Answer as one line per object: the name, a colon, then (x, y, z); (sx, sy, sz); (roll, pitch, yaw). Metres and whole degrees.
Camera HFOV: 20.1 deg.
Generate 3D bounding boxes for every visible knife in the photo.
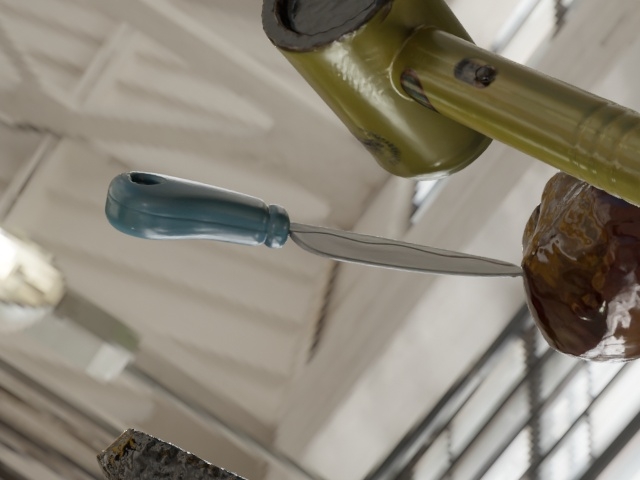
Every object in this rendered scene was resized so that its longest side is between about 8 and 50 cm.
knife: (0.000, 0.000, 1.019); (0.244, 0.032, 0.058); (12, -167, -5)

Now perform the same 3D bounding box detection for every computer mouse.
computer mouse: (-0.101, 0.271, 1.800); (0.295, 0.087, 0.168); (16, 166, 36)

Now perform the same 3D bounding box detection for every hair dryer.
hair dryer: (0.091, -0.068, 0.935); (0.279, 0.090, 0.135); (31, 167, 49)

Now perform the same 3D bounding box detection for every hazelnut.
hazelnut: (0.253, 0.016, 1.486); (0.178, 0.204, 0.178); (5, -116, -11)
